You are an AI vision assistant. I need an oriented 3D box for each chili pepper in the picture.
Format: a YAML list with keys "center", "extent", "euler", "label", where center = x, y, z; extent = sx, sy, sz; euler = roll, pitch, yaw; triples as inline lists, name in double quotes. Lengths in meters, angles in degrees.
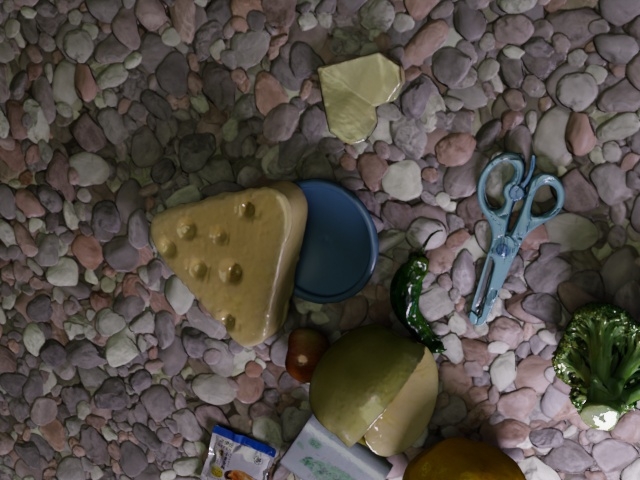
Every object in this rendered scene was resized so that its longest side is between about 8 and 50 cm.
- center: [0.212, 0.117, 1.826]
  extent: [0.122, 0.065, 0.279]
  euler: [-2, 104, 8]
  label: "chili pepper"

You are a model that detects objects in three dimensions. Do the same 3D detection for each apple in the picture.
- center: [0.106, 0.309, 1.793]
  extent: [0.233, 0.295, 0.258]
  euler: [26, 86, 31]
  label: "apple"
- center: [-0.027, 0.261, 1.899]
  extent: [0.101, 0.126, 0.126]
  euler: [6, 105, 2]
  label: "apple"

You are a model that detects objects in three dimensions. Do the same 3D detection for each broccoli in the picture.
- center: [0.570, 0.258, 1.644]
  extent: [0.254, 0.269, 0.269]
  euler: [-31, 93, 38]
  label: "broccoli"

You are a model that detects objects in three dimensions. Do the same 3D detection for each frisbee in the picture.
- center: [0.002, 0.000, 1.862]
  extent: [0.289, 0.049, 0.290]
  euler: [7, 106, 26]
  label: "frisbee"

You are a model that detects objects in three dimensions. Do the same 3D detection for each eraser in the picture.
- center: [0.035, 0.528, 1.967]
  extent: [0.227, 0.081, 0.174]
  euler: [34, 111, 5]
  label: "eraser"

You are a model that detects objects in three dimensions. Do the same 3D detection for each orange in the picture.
- center: [0.315, 0.550, 1.796]
  extent: [0.279, 0.279, 0.235]
  euler: [24, 79, 10]
  label: "orange"

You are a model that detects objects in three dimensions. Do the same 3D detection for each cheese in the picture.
- center: [-0.221, 0.019, 1.892]
  extent: [0.383, 0.104, 0.384]
  euler: [7, 107, 24]
  label: "cheese"

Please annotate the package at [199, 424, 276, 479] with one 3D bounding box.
- center: [-0.207, 0.559, 2.074]
  extent: [0.171, 0.027, 0.173]
  euler: [20, 111, 11]
  label: "package"

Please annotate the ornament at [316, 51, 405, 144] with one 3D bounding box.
- center: [0.068, -0.322, 1.770]
  extent: [0.180, 0.059, 0.201]
  euler: [35, 107, 7]
  label: "ornament"

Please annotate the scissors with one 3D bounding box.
- center: [0.384, 0.004, 1.762]
  extent: [0.180, 0.032, 0.393]
  euler: [20, 108, 12]
  label: "scissors"
